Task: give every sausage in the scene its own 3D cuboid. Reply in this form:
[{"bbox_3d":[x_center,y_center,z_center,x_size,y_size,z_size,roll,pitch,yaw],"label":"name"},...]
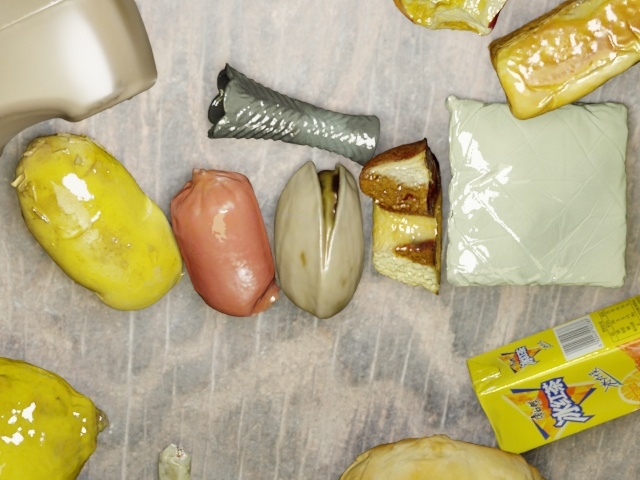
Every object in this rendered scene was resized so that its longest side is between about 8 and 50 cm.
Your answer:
[{"bbox_3d":[-0.142,0.007,1.735,0.148,0.148,0.254,-10,120,1],"label":"sausage"}]

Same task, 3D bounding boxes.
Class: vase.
[{"bbox_3d":[-0.036,-0.171,1.672,0.237,0.115,0.115,12,117,-15],"label":"vase"}]

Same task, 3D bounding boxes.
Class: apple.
[{"bbox_3d":[0.176,-0.360,1.563,0.158,0.147,0.156,19,148,-4],"label":"apple"}]

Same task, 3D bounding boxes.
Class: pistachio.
[{"bbox_3d":[0.000,0.000,1.747,0.137,0.153,0.238,-1,92,-15],"label":"pistachio"}]

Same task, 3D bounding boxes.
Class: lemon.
[{"bbox_3d":[-0.513,0.315,1.798,0.316,0.285,0.285,11,121,22],"label":"lemon"}]

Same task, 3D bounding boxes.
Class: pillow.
[{"bbox_3d":[0.318,-0.070,1.721,0.274,0.076,0.281,0,87,-5],"label":"pillow"}]

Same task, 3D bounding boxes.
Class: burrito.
[{"bbox_3d":[-0.248,0.425,2.007,0.058,0.045,0.188,-4,117,-11],"label":"burrito"}]

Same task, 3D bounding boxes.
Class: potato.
[{"bbox_3d":[-0.329,-0.027,1.700,0.173,0.140,0.300,-33,116,10],"label":"potato"}]

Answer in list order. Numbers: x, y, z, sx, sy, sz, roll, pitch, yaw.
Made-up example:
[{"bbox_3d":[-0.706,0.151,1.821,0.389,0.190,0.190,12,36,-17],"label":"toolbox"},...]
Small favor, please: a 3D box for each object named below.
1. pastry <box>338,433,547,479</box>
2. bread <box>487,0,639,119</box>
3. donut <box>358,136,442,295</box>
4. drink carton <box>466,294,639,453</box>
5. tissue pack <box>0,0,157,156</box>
[{"bbox_3d":[0.208,0.487,1.922,0.409,0.245,0.410,7,146,5],"label":"pastry"},{"bbox_3d":[0.380,-0.280,1.612,0.294,0.167,0.132,-26,92,10],"label":"bread"},{"bbox_3d":[0.122,-0.065,1.713,0.112,0.151,0.295,0,141,7],"label":"donut"},{"bbox_3d":[0.433,0.219,1.914,0.351,0.111,0.155,-22,118,7],"label":"drink carton"},{"bbox_3d":[-0.427,-0.244,1.497,0.387,0.267,0.277,-23,97,8],"label":"tissue pack"}]
